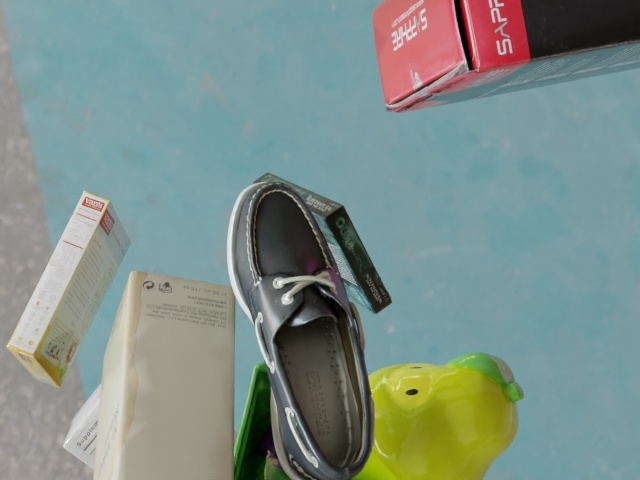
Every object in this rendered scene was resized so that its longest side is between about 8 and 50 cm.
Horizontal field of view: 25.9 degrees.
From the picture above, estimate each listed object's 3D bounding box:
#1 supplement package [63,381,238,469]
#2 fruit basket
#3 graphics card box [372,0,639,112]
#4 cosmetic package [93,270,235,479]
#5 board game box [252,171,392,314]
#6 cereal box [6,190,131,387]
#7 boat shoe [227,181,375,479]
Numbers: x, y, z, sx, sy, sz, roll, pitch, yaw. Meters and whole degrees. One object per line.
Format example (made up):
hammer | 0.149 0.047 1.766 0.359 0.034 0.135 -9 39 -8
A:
supplement package | -0.231 0.298 2.026 0.244 0.139 0.134 39 8 -10
fruit basket | 0.044 0.253 1.582 0.283 0.392 0.392 22 49 -5
graphics card box | 0.240 -0.176 0.999 0.371 0.233 0.094 -10 90 -10
cosmetic package | -0.151 0.200 1.327 0.113 0.160 0.309 10 46 -13
board game box | 0.000 0.000 1.487 0.026 0.126 0.186 -35 26 -14
cereal box | -0.343 0.070 1.922 0.047 0.173 0.240 20 71 10
boat shoe | -0.010 0.081 1.309 0.114 0.091 0.302 -14 82 -21
